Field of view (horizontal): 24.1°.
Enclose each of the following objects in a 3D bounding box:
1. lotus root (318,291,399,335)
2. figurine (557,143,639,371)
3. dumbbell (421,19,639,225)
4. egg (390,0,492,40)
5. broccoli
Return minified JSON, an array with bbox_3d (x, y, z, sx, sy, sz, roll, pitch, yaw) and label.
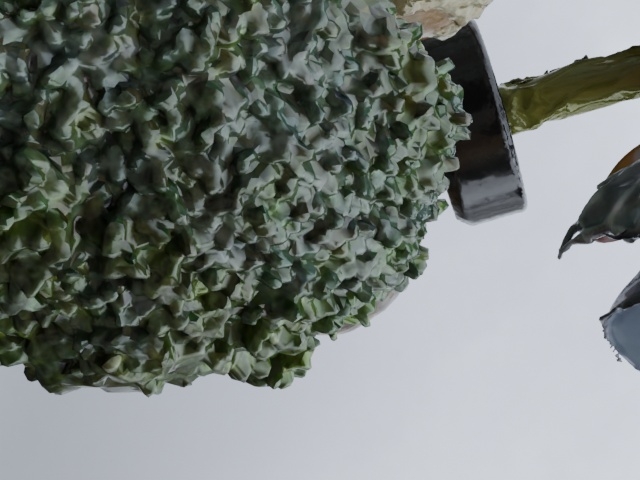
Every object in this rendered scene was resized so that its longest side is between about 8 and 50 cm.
[{"bbox_3d":[0.000,0.000,1.314,0.140,0.257,0.154,19,-105,31],"label":"lotus root"},{"bbox_3d":[0.271,-0.114,0.858,0.276,0.248,0.388,0,-118,43],"label":"figurine"},{"bbox_3d":[0.263,-0.150,1.477,0.204,0.322,0.204,-16,90,-84],"label":"dumbbell"},{"bbox_3d":[0.050,-0.252,1.045,0.203,0.203,0.245,-44,-132,53],"label":"egg"},{"bbox_3d":[-0.065,-0.061,0.669,0.235,0.288,0.260,-14,-136,28],"label":"broccoli"}]
